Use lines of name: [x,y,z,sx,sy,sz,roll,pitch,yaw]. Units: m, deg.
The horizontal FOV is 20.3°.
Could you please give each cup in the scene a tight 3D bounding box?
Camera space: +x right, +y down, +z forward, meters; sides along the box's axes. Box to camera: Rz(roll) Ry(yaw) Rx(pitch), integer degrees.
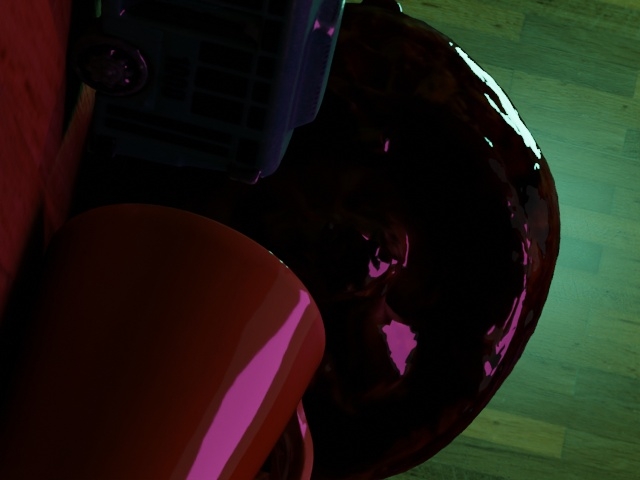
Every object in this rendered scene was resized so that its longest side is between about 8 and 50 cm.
cup: [-0.100,0.130,1.048,0.182,0.226,0.264,-17,-142,38]

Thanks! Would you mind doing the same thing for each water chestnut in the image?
water chestnut: [0.000,0.000,1.237,0.302,0.350,0.350,-97,-160,-82]

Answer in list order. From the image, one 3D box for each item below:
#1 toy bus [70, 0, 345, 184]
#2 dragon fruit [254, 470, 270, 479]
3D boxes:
toy bus: [-0.056,-0.156,1.007,0.256,0.147,0.128,103,2,-51]
dragon fruit: [-0.094,0.247,1.883,0.329,0.228,0.286,53,-14,26]
